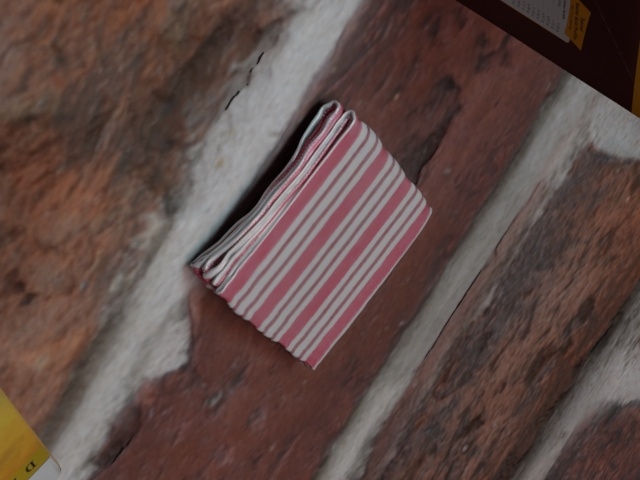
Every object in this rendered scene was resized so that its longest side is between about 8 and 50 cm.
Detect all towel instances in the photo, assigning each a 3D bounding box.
[{"bbox_3d":[0.000,0.000,1.262,0.144,0.029,0.197,-51,153,-3],"label":"towel"}]

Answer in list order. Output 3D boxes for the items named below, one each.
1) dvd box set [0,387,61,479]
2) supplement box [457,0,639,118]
[{"bbox_3d":[-0.311,0.105,0.881,0.307,0.062,0.420,-43,147,-15],"label":"dvd box set"},{"bbox_3d":[0.169,-0.208,1.103,0.129,0.194,0.191,-37,147,-26],"label":"supplement box"}]
